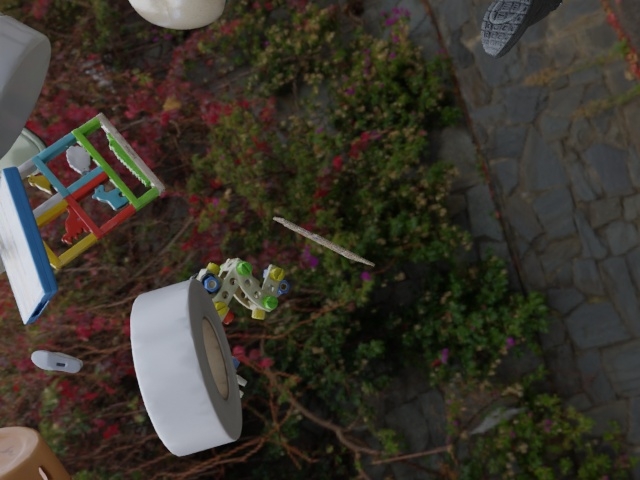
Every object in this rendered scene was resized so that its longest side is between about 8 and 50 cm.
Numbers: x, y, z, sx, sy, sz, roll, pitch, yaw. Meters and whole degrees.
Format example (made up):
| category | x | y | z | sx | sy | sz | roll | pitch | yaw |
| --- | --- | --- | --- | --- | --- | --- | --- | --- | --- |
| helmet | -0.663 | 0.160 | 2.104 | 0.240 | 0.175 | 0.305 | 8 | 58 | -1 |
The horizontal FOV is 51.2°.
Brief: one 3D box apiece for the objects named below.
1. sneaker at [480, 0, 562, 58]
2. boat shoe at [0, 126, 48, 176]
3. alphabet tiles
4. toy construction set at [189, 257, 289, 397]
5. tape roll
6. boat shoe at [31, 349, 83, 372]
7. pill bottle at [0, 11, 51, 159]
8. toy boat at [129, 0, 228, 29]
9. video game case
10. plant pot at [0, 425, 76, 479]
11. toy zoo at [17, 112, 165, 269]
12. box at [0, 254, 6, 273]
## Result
| category | x | y | z | sx | sy | sz | roll | pitch | yaw |
| --- | --- | --- | --- | --- | --- | --- | --- | --- | --- |
| sneaker | 0.457 | -0.512 | 1.431 | 0.130 | 0.286 | 0.109 | 22 | -165 | -42 |
| boat shoe | -0.682 | -0.208 | 1.345 | 0.113 | 0.339 | 0.127 | -52 | -31 | -71 |
| alphabet tiles | 0.000 | 0.000 | 1.618 | 0.009 | 0.237 | 0.198 | -64 | 15 | -3 |
| toy construction set | -0.202 | 0.173 | 1.450 | 0.215 | 0.151 | 0.328 | 38 | -126 | -25 |
| tape roll | -0.221 | 0.214 | 1.136 | 0.286 | 0.100 | 0.286 | 163 | 90 | -90 |
| boat shoe | -0.530 | 0.243 | 1.351 | 0.035 | 0.100 | 0.035 | -139 | 61 | -85 |
| pill bottle | -0.511 | -0.235 | 0.739 | 0.360 | 0.204 | 0.204 | 26 | -148 | -13 |
| toy boat | -0.188 | -0.409 | 0.774 | 0.267 | 0.148 | 0.318 | 22 | 141 | 60 |
| video game case | -0.293 | 0.012 | 0.654 | 0.015 | 0.166 | 0.119 | -18 | -96 | -33 |
| plant pot | -0.572 | 0.473 | 1.189 | 0.291 | 0.290 | 0.204 | -65 | -34 | -69 |
| toy zoo | -0.463 | -0.081 | 1.234 | 0.192 | 0.293 | 0.030 | 49 | 161 | 0 |
| box | -0.787 | -0.034 | 1.366 | 0.148 | 0.311 | 0.121 | -40 | -25 | -42 |
